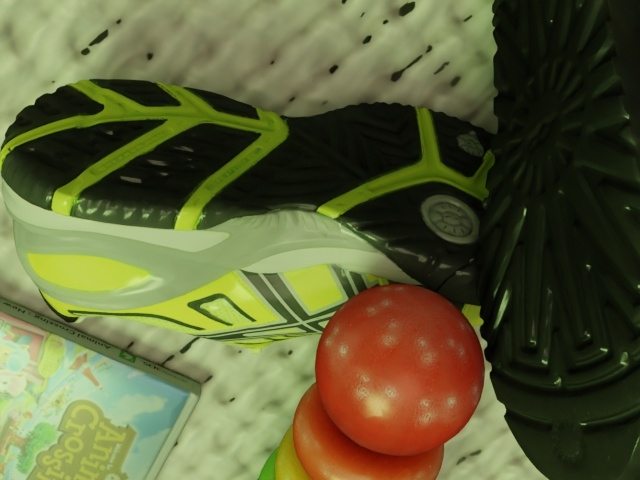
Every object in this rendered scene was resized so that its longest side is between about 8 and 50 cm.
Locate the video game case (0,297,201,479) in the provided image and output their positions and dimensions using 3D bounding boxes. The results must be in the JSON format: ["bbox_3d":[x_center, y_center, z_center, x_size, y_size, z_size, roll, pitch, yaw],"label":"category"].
[{"bbox_3d":[-0.221,0.159,0.571,0.193,0.023,0.212,26,104,-12],"label":"video game case"}]

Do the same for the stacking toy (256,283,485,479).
[{"bbox_3d":[0.017,0.159,0.479,0.141,0.141,0.330,12,127,-9],"label":"stacking toy"}]

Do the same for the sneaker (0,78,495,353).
[{"bbox_3d":[0.000,0.000,0.501,0.384,0.145,0.147,10,136,-10],"label":"sneaker"}]

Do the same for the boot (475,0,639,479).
[{"bbox_3d":[0.233,-0.036,0.412,0.260,0.131,0.348,10,73,-15],"label":"boot"}]
